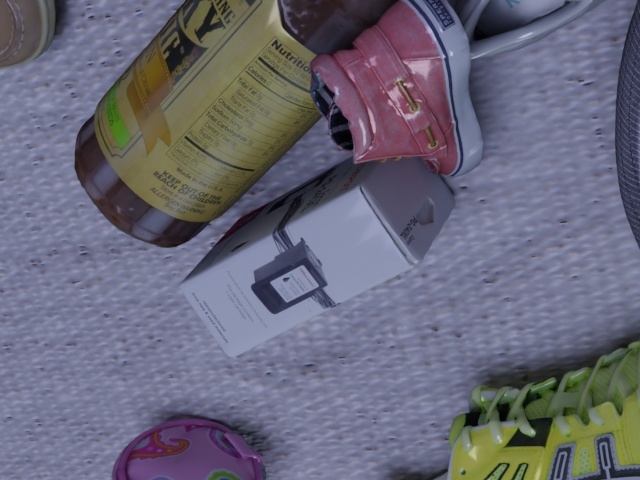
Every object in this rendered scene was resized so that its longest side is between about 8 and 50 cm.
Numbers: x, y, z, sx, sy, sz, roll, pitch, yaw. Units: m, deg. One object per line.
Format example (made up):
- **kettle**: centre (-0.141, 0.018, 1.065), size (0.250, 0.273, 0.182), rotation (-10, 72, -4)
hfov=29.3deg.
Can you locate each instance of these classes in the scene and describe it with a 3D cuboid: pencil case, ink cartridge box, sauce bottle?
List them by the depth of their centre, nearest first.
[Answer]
- **sauce bottle**: centre (-0.015, -0.134, 0.724), size (0.111, 0.111, 0.344), rotation (43, 120, -7)
- **ink cartridge box**: centre (0.000, 0.000, 0.787), size (0.150, 0.109, 0.063), rotation (-28, 102, 29)
- **pencil case**: centre (-0.099, 0.282, 0.969), size (0.124, 0.124, 0.284), rotation (9, 120, 14)

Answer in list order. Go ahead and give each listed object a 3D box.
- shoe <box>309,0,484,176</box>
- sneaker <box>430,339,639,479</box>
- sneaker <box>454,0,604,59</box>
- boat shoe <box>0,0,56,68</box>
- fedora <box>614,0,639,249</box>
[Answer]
- **shoe**: centre (0.043, -0.073, 0.704), size (0.081, 0.178, 0.063), rotation (-31, 67, -4)
- **sneaker**: centre (0.167, 0.146, 0.789), size (0.147, 0.145, 0.385), rotation (38, 120, -4)
- **sneaker**: centre (0.156, -0.165, 0.657), size (0.080, 0.094, 0.212), rotation (45, 121, -6)
- **boat shoe**: centre (-0.326, -0.167, 0.815), size (0.302, 0.098, 0.109), rotation (16, 121, 10)
- **fedora**: centre (0.285, -0.080, 0.625), size (0.243, 0.124, 0.275), rotation (12, 111, 26)
